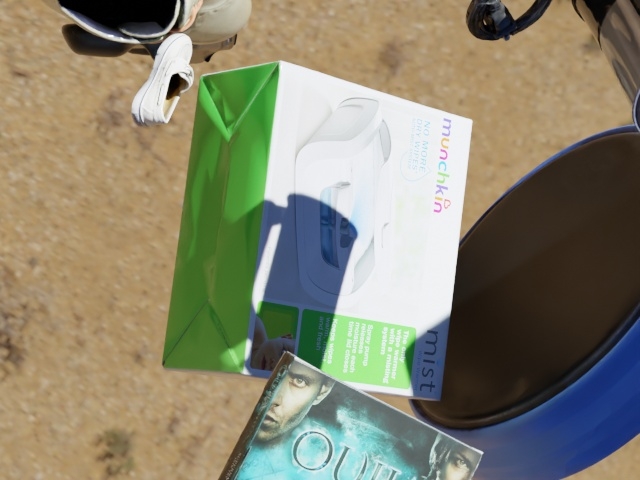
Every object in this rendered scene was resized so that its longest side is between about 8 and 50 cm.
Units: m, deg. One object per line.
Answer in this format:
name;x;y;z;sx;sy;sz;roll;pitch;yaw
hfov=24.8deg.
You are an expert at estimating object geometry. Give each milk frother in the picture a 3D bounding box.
milk frother;0.182;-0.127;0.927;0.143;0.135;0.129;-35;131;19

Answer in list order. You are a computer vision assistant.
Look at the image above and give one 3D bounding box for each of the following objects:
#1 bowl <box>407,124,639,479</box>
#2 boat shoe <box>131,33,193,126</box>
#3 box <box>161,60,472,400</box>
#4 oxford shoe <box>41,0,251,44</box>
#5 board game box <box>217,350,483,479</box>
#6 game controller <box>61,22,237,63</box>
bowl;0.233;0.051;1.384;0.077;0.391;0.391;40;78;-22
boat shoe;-0.120;-0.132;1.193;0.035;0.035;0.100;70;33;-42
box;0.000;0.000;1.280;0.231;0.126;0.262;13;81;-38
oxford shoe;-0.162;-0.220;1.291;0.140;0.146;0.397;-41;160;18
board game box;0.022;0.176;1.082;0.186;0.026;0.126;29;84;-26
game controller;-0.205;-0.255;1.797;0.319;0.166;0.067;-47;145;-81
